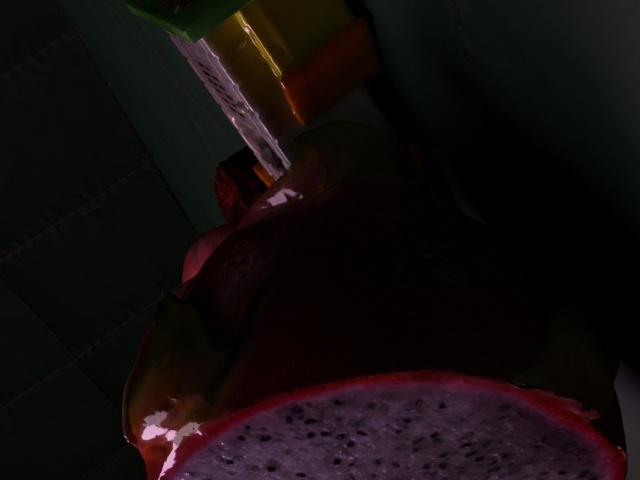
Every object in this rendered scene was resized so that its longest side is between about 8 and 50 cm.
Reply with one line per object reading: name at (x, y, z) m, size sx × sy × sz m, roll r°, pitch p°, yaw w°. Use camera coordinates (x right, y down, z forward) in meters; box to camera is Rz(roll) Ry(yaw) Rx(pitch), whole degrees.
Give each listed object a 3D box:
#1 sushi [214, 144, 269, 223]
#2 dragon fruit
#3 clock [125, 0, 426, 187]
sushi at (0.000, 0.000, 1.067) m, size 0.225 × 0.126 × 0.136 m, roll 59°, pitch 163°, yaw 16°
dragon fruit at (0.026, 0.066, 0.707) m, size 0.305 × 0.305 × 0.226 m, roll 64°, pitch -164°, yaw -48°
clock at (-0.012, -0.099, 0.857) m, size 0.255 × 0.106 × 0.220 m, roll 54°, pitch 174°, yaw -25°
